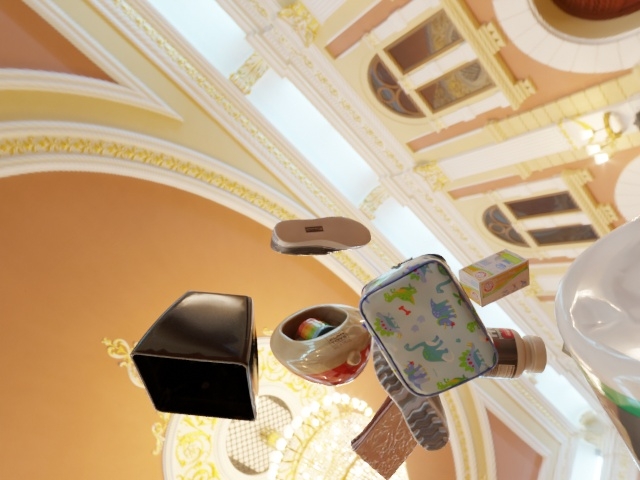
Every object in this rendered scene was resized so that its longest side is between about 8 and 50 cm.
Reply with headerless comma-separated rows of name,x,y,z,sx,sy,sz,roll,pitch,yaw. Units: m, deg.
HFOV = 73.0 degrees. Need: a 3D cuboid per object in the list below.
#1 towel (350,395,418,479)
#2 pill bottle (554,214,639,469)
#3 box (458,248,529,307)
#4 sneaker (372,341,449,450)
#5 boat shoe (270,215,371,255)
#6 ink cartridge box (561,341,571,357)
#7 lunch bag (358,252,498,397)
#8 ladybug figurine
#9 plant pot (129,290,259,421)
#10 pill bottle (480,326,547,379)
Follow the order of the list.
towel,0.271,0.676,1.553,0.317,0.053,0.332,-45,-50,-16
pill bottle,0.353,0.155,0.324,0.204,0.204,0.361,-46,-73,-29
box,0.588,0.125,1.470,0.203,0.114,0.103,-21,-64,-12
sneaker,0.207,0.337,1.010,0.115,0.105,0.281,27,-141,-64
boat shoe,0.000,0.000,1.289,0.301,0.102,0.108,-3,-121,-20
ink cartridge box,0.712,0.225,1.113,0.235,0.088,0.193,17,-96,-74
lunch bag,0.175,0.143,0.737,0.219,0.176,0.090,58,-166,-3
ladybug figurine,0.010,0.324,1.338,0.305,0.449,0.161,-24,-79,-17
plant pot,-0.198,0.196,0.782,0.188,0.188,0.167,4,-138,3
pill bottle,0.599,0.392,1.511,0.319,0.176,0.176,2,-98,3
